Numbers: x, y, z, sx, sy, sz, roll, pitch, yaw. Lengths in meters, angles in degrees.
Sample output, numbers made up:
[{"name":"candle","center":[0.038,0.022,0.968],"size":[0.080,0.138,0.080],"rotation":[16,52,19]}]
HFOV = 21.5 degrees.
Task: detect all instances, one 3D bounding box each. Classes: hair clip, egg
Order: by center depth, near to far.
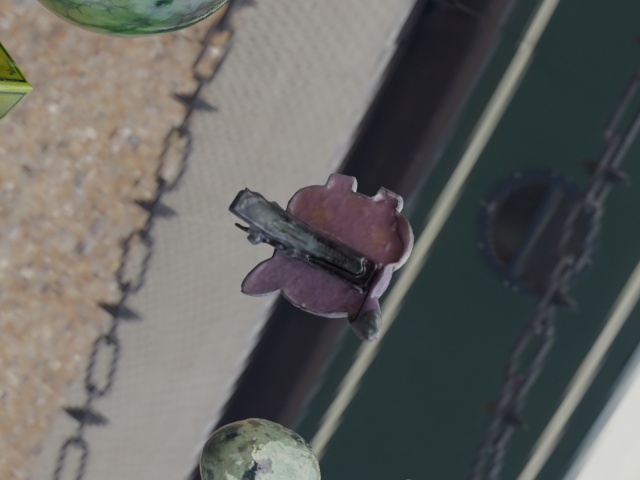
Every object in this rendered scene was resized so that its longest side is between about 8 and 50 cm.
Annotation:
[{"name":"hair clip","center":[0.001,0.002,1.618],"size":[0.146,0.187,0.056],"rotation":[-64,165,-12]},{"name":"egg","center":[-0.082,0.301,2.191],"size":[0.181,0.141,0.141],"rotation":[34,90,-40]}]

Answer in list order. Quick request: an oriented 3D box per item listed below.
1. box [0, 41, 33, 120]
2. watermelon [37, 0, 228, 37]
[{"name":"box","center":[-0.396,-0.216,1.662],"size":[0.064,0.220,0.141],"rotation":[-39,167,19]},{"name":"watermelon","center":[-0.236,-0.419,2.094],"size":[0.363,0.363,0.363],"rotation":[-34,142,-32]}]
